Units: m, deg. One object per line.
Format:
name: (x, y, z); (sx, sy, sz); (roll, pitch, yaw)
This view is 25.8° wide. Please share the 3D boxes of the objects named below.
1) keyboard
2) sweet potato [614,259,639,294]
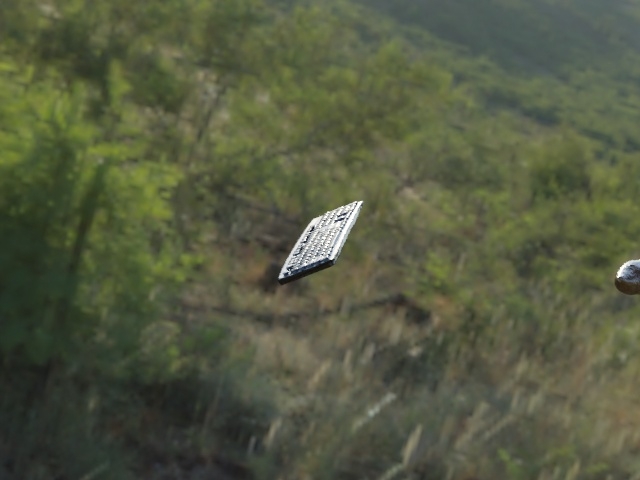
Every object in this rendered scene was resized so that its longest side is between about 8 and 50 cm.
keyboard: (0.000, 0.000, 1.827); (0.087, 0.017, 0.250); (-20, 14, 17)
sweet potato: (0.484, 0.056, 2.122); (0.051, 0.065, 0.218); (50, 28, 18)
